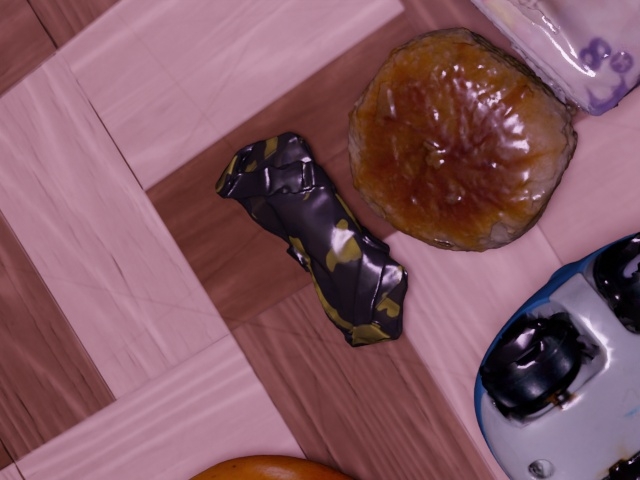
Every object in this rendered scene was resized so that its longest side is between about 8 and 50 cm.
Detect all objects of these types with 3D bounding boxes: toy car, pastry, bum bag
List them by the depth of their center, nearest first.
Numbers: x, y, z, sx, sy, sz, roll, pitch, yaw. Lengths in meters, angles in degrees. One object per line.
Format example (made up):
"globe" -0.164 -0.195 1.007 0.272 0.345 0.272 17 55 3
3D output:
"toy car" 0.240 0.102 1.046 0.255 0.190 0.188 -41 100 -3
"pastry" 0.116 -0.082 1.111 0.192 0.093 0.182 37 117 10
"bum bag" 0.000 0.000 1.198 0.232 0.060 0.107 48 125 8

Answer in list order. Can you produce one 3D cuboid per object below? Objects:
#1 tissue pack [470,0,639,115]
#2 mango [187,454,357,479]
"tissue pack" 0.251 -0.291 0.982 0.242 0.125 0.344 46 118 6
"mango" -0.028 0.294 1.247 0.257 0.138 0.187 32 131 17
